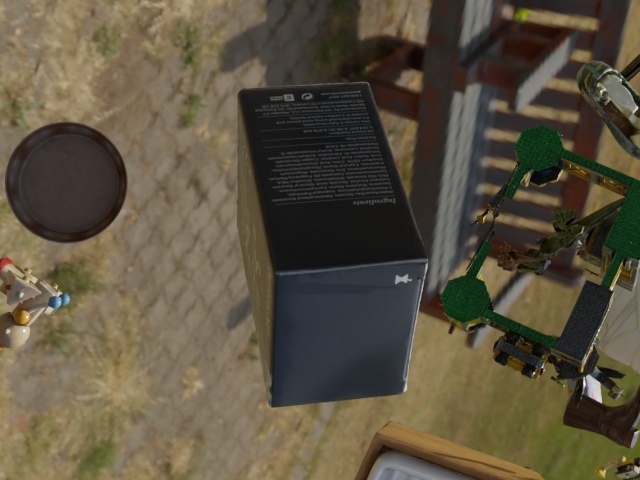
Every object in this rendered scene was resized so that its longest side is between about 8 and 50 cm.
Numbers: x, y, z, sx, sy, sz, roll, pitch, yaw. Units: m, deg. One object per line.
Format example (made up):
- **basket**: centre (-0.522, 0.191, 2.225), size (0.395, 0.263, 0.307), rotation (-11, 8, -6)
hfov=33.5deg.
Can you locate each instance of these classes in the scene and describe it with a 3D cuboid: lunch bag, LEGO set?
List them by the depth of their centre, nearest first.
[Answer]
- **LEGO set**: centre (0.310, 0.033, 1.391), size (0.192, 0.254, 0.331), rotation (52, 57, -69)
- **lunch bag**: centre (0.462, 0.275, 1.849), size (0.083, 0.053, 0.071), rotation (32, 49, -43)

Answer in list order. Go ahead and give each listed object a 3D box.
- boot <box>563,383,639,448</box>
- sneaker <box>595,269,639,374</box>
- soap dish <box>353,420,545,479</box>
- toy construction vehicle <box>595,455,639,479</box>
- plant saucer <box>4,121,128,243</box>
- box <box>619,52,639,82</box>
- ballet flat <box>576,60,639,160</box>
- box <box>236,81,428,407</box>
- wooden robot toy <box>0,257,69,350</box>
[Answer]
- **boot**: centre (0.409, 0.233, 1.531), size (0.037, 0.114, 0.106), rotation (14, 95, -56)
- **sneaker**: centre (0.528, 0.055, 1.684), size (0.305, 0.152, 0.114), rotation (-64, 152, 0)
- **soap dish**: centre (0.182, 0.409, 1.601), size (0.118, 0.290, 0.229), rotation (-73, -177, -64)
- **toy construction vehicle**: centre (0.471, 0.352, 1.575), size (0.098, 0.086, 0.035), rotation (-35, -156, 50)
- **plant saucer**: centre (-0.351, -0.080, 1.476), size (0.029, 0.168, 0.169), rotation (-158, -92, -87)
- **box**: centre (0.513, -0.301, 1.557), size (0.201, 0.021, 0.164), rotation (-38, 173, -35)
- **ballet flat**: centre (0.422, -0.168, 1.446), size (0.070, 0.188, 0.070), rotation (-46, -165, 16)
- **box**: centre (0.000, 0.000, 1.585), size (0.294, 0.211, 0.396), rotation (95, -14, -44)
- **wooden robot toy**: centre (-0.302, 0.068, 1.044), size (0.079, 0.076, 0.173), rotation (-56, -174, -6)
